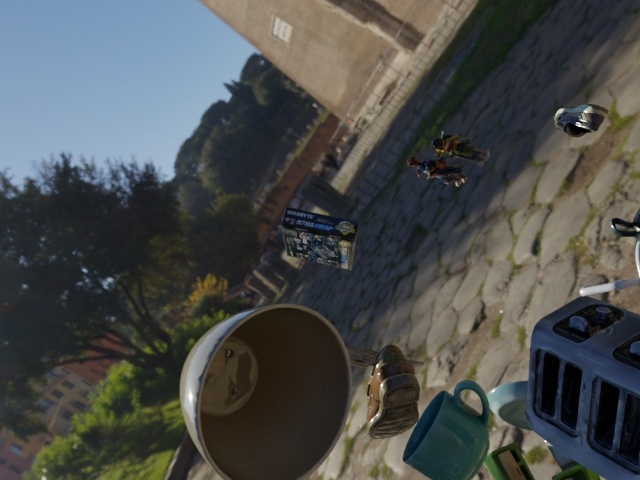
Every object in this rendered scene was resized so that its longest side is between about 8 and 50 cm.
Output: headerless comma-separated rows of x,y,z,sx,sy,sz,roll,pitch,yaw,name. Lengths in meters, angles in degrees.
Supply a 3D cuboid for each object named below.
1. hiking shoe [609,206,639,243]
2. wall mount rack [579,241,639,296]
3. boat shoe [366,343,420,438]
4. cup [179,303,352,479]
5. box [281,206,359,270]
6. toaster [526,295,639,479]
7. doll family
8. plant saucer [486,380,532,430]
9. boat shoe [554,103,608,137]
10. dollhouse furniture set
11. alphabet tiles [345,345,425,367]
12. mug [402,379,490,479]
0.429,-0.036,0.523,0.304,0.132,0.113,-21,-31,-14,hiking shoe
0.588,0.155,0.960,0.130,0.304,0.350,148,113,-65,wall mount rack
0.155,0.334,1.267,0.307,0.111,0.104,98,162,-50,boat shoe
-0.139,0.278,1.125,0.237,0.331,0.331,0,54,52,cup
0.000,0.000,1.421,0.220,0.175,0.051,87,-164,-69,box
0.339,0.177,0.677,0.168,0.110,0.185,27,125,55,toaster
0.262,-0.171,1.237,0.193,0.111,0.076,127,153,-51,doll family
0.635,0.483,1.656,0.317,0.318,0.043,127,160,-54,plant saucer
0.464,-0.214,1.062,0.152,0.056,0.049,-86,18,-88,boat shoe
0.401,0.503,1.207,0.302,0.151,0.197,-3,-34,-38,dollhouse furniture set
0.087,0.276,1.405,0.342,0.285,0.011,19,-101,-64,alphabet tiles
0.206,0.307,0.899,0.129,0.097,0.157,-52,-10,-41,mug
